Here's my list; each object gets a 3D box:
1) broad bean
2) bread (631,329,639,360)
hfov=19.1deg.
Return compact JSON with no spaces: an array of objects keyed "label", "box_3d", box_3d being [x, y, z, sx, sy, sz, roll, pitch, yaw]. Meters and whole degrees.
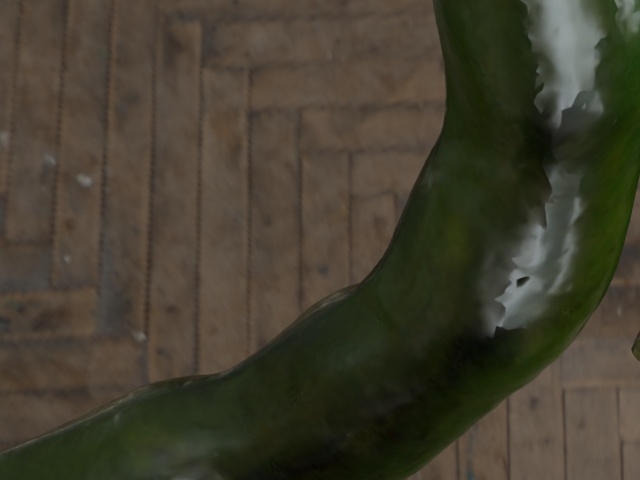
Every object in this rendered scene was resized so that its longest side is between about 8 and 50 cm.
[{"label":"broad bean","box_3d":[0.000,0.000,0.495,0.144,0.292,0.049,23,31,-5]},{"label":"bread","box_3d":[0.259,-0.014,0.750,0.196,0.238,0.252,33,83,9]}]
